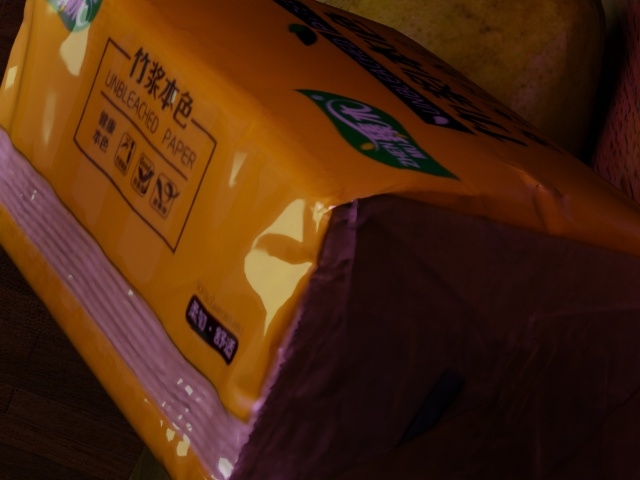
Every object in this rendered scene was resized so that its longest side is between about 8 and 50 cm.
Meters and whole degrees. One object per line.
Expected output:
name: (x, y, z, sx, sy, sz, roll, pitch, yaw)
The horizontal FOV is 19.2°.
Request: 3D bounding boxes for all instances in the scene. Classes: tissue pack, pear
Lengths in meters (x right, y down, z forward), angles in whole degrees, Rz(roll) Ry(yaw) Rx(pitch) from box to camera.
tissue pack: (0.000, 0.000, 1.109, 0.382, 0.293, 0.228, 46, 116, 50)
pear: (0.082, -0.093, 1.438, 0.307, 0.253, 0.253, -55, 13, 19)
